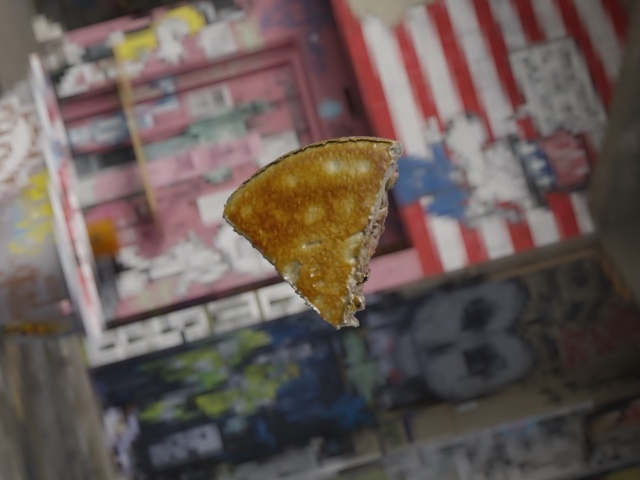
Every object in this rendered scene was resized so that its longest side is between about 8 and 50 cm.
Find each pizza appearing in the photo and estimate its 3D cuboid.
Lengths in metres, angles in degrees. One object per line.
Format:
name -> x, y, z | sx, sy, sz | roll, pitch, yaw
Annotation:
pizza -> 0.000, 0.000, 1.847 | 0.053, 0.201, 0.193 | 25, 57, -61
